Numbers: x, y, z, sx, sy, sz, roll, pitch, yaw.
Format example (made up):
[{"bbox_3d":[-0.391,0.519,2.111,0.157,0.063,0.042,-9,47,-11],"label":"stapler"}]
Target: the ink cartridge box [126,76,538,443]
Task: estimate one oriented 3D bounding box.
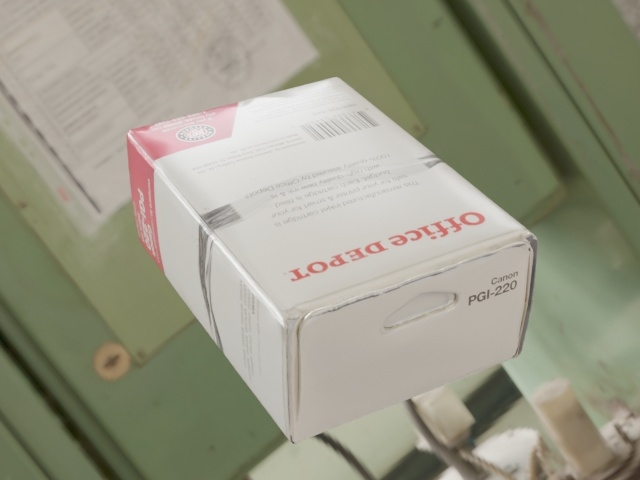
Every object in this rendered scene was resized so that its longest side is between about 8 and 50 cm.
[{"bbox_3d":[0.000,0.000,0.704,0.158,0.092,0.218,-18,37,-24],"label":"ink cartridge box"}]
